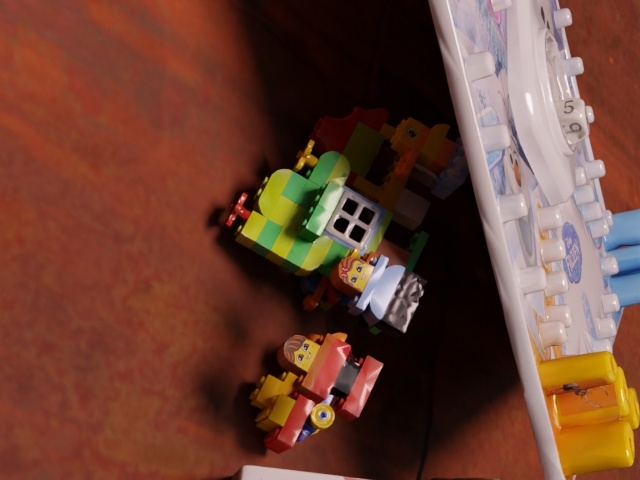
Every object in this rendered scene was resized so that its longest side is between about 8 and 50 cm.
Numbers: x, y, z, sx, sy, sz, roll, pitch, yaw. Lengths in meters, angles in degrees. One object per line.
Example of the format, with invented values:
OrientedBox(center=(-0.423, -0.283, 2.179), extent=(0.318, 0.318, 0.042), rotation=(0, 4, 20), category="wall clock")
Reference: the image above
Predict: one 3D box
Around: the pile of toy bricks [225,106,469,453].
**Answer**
OrientedBox(center=(0.000, 0.000, 0.710), extent=(0.105, 0.118, 0.212), rotation=(29, 68, -6), category="pile of toy bricks")

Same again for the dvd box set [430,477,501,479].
OrientedBox(center=(0.090, 0.402, 0.774), extent=(0.307, 0.062, 0.420), rotation=(52, 49, -32), category="dvd box set")

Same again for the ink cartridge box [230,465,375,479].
OrientedBox(center=(0.002, 0.220, 0.649), extent=(0.115, 0.067, 0.198), rotation=(8, 75, -7), category="ink cartridge box")

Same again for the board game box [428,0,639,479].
OrientedBox(center=(0.152, -0.095, 0.828), extent=(0.390, 0.050, 0.390), rotation=(-37, 115, -68), category="board game box")
